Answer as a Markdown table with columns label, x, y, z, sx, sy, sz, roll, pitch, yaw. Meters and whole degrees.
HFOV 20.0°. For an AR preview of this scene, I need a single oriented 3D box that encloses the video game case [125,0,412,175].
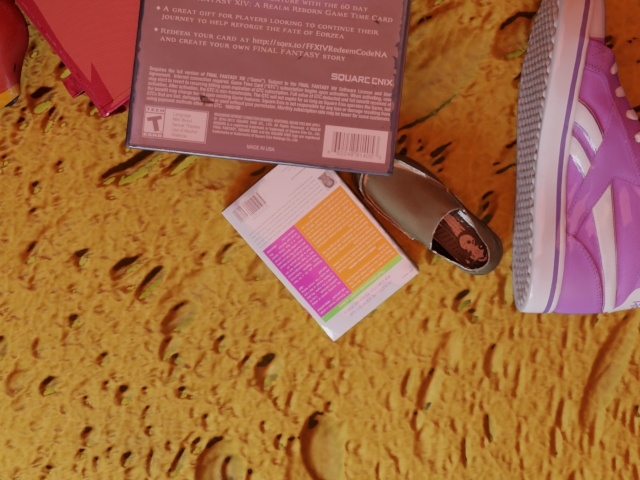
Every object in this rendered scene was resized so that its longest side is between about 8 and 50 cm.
| label | x | y | z | sx | sy | sz | roll | pitch | yaw |
| --- | --- | --- | --- | --- | --- | --- | --- | --- | --- |
| video game case | -0.030 | -0.193 | 1.313 | 0.196 | 0.026 | 0.274 | 6 | 92 | -3 |

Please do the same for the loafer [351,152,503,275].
| label | x | y | z | sx | sy | sz | roll | pitch | yaw |
| --- | --- | --- | --- | --- | --- | --- | --- | --- | --- |
| loafer | 0.092 | -0.024 | 1.503 | 0.148 | 0.050 | 0.056 | 34 | 94 | -5 |

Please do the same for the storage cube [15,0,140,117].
| label | x | y | z | sx | sy | sz | roll | pitch | yaw |
| --- | --- | --- | --- | --- | --- | --- | --- | --- | --- |
| storage cube | -0.146 | -0.228 | 1.409 | 0.215 | 0.183 | 0.193 | -36 | 95 | 2 |

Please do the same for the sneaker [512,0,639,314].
| label | x | y | z | sx | sy | sz | roll | pitch | yaw |
| --- | --- | --- | --- | --- | --- | --- | --- | --- | --- |
| sneaker | 0.245 | -0.079 | 1.484 | 0.161 | 0.102 | 0.282 | 0 | 107 | -5 |

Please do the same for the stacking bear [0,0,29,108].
| label | x | y | z | sx | sy | sz | roll | pitch | yaw |
| --- | --- | --- | --- | --- | --- | --- | --- | --- | --- |
| stacking bear | -0.354 | -0.100 | 1.434 | 0.289 | 0.175 | 0.164 | -39 | 87 | -1 |

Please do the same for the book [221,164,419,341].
| label | x | y | z | sx | sy | sz | roll | pitch | yaw |
| --- | --- | --- | --- | --- | --- | --- | --- | --- | --- |
| book | 0.000 | 0.000 | 1.514 | 0.096 | 0.035 | 0.144 | -40 | 95 | 6 |
